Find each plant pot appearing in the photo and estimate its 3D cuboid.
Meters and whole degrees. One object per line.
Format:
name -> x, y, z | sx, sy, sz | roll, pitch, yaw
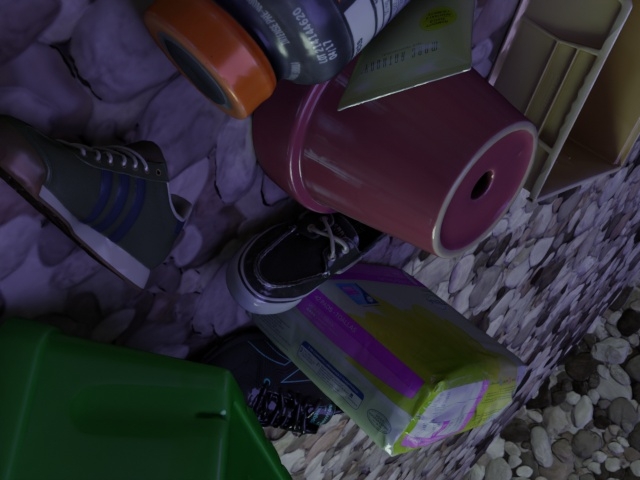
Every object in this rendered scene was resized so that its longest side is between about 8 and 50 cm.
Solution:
plant pot -> 0.072, -0.086, 0.619 | 0.201, 0.180, 0.201 | -35, 147, -26

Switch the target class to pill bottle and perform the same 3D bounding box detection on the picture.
pill bottle -> 0.004, -0.190, 0.459 | 0.246, 0.130, 0.130 | -46, 150, -8

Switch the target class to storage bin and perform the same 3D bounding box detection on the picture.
storage bin -> 0.332, -0.208, 0.900 | 0.262, 0.123, 0.260 | -18, 137, -44

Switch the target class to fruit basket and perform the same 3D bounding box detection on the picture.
fruit basket -> -0.223, 0.261, 0.591 | 0.392, 0.283, 0.392 | 0, 146, 0

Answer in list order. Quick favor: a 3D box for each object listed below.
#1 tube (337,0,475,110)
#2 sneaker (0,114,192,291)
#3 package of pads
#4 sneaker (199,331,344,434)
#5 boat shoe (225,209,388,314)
tube -> 0.080, -0.177, 0.529 | 0.070, 0.062, 0.240 | 119, -7, -48
sneaker -> -0.148, -0.042, 0.490 | 0.086, 0.064, 0.192 | -52, 152, -14
package of pads -> 0.093, 0.121, 0.826 | 0.296, 0.229, 0.101 | 8, 116, -57
sneaker -> -0.042, 0.163, 0.813 | 0.267, 0.106, 0.101 | -2, 126, -52
boat shoe -> 0.000, 0.000, 0.704 | 0.219, 0.078, 0.070 | -29, 173, -46
